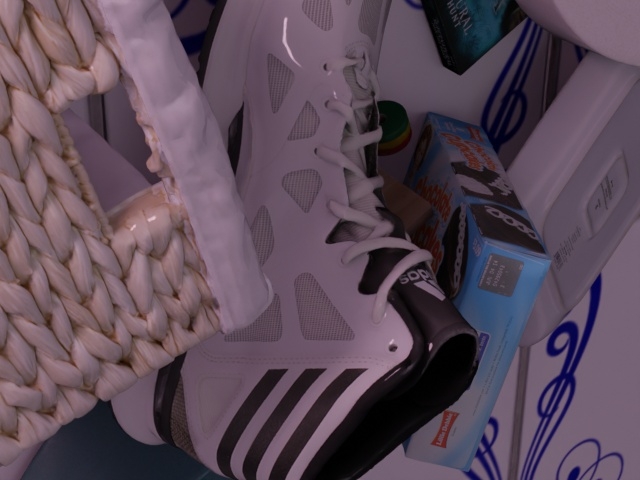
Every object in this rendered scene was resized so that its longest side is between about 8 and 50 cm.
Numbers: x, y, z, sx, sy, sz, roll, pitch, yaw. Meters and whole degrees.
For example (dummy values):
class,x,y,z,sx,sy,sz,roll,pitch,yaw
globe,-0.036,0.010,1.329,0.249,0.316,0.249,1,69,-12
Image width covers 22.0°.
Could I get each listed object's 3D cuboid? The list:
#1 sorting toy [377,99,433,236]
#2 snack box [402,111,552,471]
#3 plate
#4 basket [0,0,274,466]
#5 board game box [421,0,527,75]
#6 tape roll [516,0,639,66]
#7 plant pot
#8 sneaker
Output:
class,x,y,z,sx,sy,sz,roll,pitch,yaw
sorting toy,0.000,0.000,1.370,0.274,0.132,0.046,-39,140,-17
snack box,0.105,0.030,1.374,0.060,0.322,0.187,15,109,-10
plate,0.259,-0.051,1.594,0.278,0.045,0.277,-54,151,-15
basket,-0.248,-0.080,0.934,0.266,0.331,0.328,-33,136,-15
board game box,0.134,-0.247,1.412,0.126,0.026,0.186,-41,138,-14
tape roll,0.301,-0.341,1.400,0.392,0.072,0.392,-17,121,-31
plant pot,-0.126,0.201,1.371,0.234,0.166,0.165,-41,138,-6
sneaker,0.033,-0.027,1.172,0.169,0.257,0.448,13,96,-57
